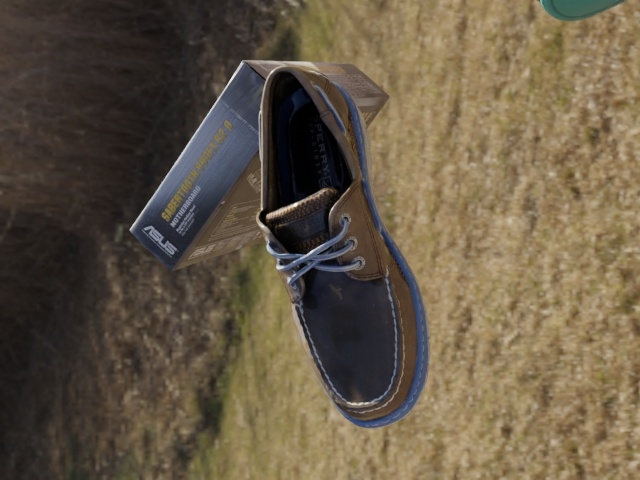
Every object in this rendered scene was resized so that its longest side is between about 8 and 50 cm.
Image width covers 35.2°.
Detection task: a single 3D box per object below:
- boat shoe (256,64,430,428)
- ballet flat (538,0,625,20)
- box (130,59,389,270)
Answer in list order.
[{"bbox_3d":[0.000,0.000,0.486,0.066,0.066,0.183,-23,68,17],"label":"boat shoe"},{"bbox_3d":[0.203,-0.187,0.416,0.280,0.095,0.096,-18,67,15],"label":"ballet flat"},{"bbox_3d":[-0.047,-0.073,0.910,0.056,0.231,0.183,42,113,12],"label":"box"}]
